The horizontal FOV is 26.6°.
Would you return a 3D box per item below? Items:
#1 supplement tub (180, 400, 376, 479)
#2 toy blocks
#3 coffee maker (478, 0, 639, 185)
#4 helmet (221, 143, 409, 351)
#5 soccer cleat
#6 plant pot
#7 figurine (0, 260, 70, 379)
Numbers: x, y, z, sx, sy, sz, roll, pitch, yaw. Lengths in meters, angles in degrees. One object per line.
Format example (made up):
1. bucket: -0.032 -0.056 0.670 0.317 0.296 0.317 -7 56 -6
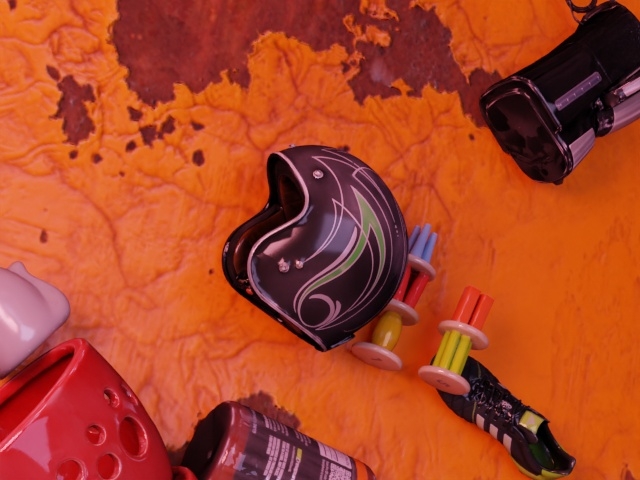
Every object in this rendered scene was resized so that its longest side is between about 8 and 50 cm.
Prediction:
1. supplement tub: -0.022 0.228 1.213 0.198 0.106 0.106 29 69 -18
2. toy blocks: 0.112 0.062 1.320 0.123 0.054 0.148 18 69 12
3. coffee maker: 0.257 -0.169 1.437 0.178 0.120 0.171 -33 72 -28
4. helmet: 0.000 0.000 1.240 0.169 0.169 0.161 39 82 -14
5. soccer cleat: 0.183 0.170 1.341 0.179 0.072 0.060 44 65 -11
6. plant pot: -0.203 0.201 1.085 0.174 0.191 0.191 48 64 -12
7. figurine: -0.349 0.055 1.107 0.209 0.092 0.215 48 63 -5
